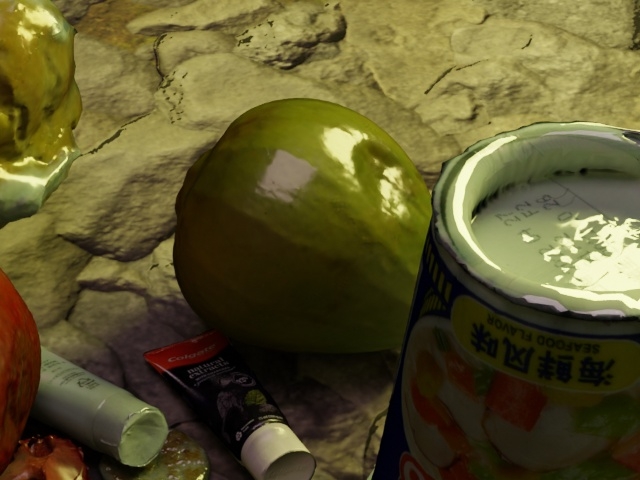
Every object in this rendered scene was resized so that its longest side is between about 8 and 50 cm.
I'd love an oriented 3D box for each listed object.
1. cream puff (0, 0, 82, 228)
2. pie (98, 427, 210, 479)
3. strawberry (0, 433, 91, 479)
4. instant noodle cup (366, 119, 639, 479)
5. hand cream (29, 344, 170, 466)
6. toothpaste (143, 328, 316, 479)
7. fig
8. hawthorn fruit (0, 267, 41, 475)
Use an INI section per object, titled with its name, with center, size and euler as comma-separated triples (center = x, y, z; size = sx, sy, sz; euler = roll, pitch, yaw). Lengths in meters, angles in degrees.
[cream puff]
center = -0.381, -0.144, 1.349
size = 0.275, 0.378, 0.378
euler = -42, 53, -15
[pie]
center = -0.123, 0.169, 1.204
size = 0.085, 0.017, 0.085
euler = 1, 37, -1
[strawberry]
center = -0.211, 0.196, 1.149
size = 0.104, 0.048, 0.152
euler = -6, 37, -3
[instant noodle cup]
center = 0.161, 0.099, 1.061
size = 0.284, 0.312, 0.284
euler = 1, 39, 0
[hand cream]
center = -0.200, 0.119, 1.234
size = 0.205, 0.050, 0.078
euler = 20, 38, 42
[toothpaste]
center = -0.071, 0.127, 1.241
size = 0.071, 0.045, 0.193
euler = -18, 37, -21
[fig]
center = -0.001, -0.010, 1.274
size = 0.230, 0.207, 0.207
euler = 2, 39, -6
[hawthorn fruit]
center = -0.297, 0.096, 1.118
size = 0.224, 0.224, 0.261
euler = -16, 30, -19
